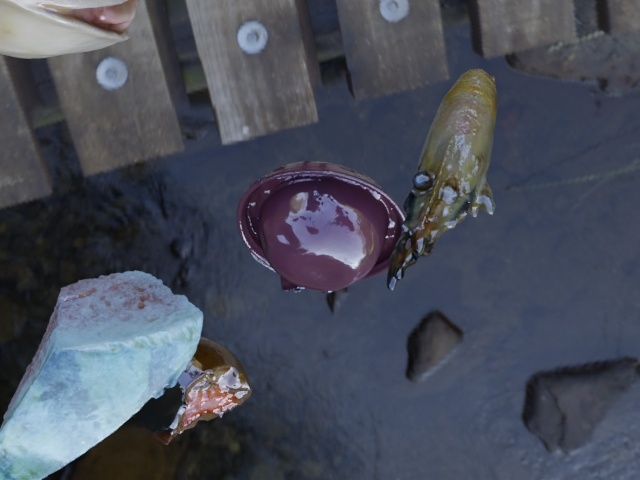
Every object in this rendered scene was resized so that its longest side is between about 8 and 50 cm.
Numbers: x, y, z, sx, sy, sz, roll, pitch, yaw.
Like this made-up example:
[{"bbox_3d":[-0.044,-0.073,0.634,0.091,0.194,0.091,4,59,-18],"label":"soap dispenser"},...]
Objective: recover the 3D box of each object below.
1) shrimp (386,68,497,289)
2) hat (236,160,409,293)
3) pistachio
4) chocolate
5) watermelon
[{"bbox_3d":[0.110,-0.036,0.851,0.066,0.262,0.117,8,139,19],"label":"shrimp"},{"bbox_3d":[0.000,0.000,1.170,0.205,0.089,0.205,4,141,4],"label":"hat"},{"bbox_3d":[-0.348,-0.334,1.352,0.230,0.309,0.230,3,96,29],"label":"pistachio"},{"bbox_3d":[-0.147,0.173,1.235,0.124,0.127,0.133,-14,161,28],"label":"chocolate"},{"bbox_3d":[-0.170,0.091,0.725,0.180,0.094,0.081,-51,126,-16],"label":"watermelon"}]
